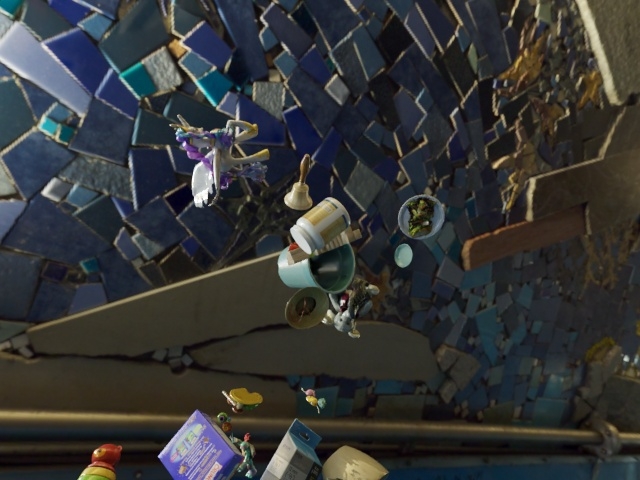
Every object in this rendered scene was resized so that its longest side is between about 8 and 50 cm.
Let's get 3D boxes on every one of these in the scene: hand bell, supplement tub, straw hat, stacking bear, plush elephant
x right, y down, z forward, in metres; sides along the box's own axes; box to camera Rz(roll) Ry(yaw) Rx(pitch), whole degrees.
[{"bbox_3d":[-0.078,-0.261,1.788,0.126,0.242,0.126,7,-137,-7],"label":"hand bell"},{"bbox_3d":[0.000,-0.056,1.605,0.144,0.199,0.144,46,162,20],"label":"supplement tub"},{"bbox_3d":[-0.051,0.197,1.290,0.144,0.145,0.061,18,-175,-28],"label":"straw hat"},{"bbox_3d":[-0.914,0.979,1.711,0.175,0.164,0.289,-10,-144,9],"label":"stacking bear"},{"bbox_3d":[0.154,0.410,2.428,0.271,0.330,0.255,19,-138,-3],"label":"plush elephant"}]

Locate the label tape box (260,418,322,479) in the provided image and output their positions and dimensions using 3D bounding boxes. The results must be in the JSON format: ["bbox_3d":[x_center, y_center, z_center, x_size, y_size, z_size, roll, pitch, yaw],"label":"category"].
[{"bbox_3d":[-0.114,1.085,2.017,0.115,0.348,0.249,7,144,46],"label":"label tape box"}]

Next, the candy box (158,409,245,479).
[{"bbox_3d":[-0.544,0.996,1.926,0.317,0.268,0.122,30,162,37],"label":"candy box"}]

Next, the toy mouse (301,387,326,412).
[{"bbox_3d":[-0.020,0.776,2.067,0.161,0.031,0.143,35,-177,33],"label":"toy mouse"}]

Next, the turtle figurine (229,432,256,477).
[{"bbox_3d":[-0.389,1.094,2.143,0.118,0.234,0.175,-14,-149,-6],"label":"turtle figurine"}]

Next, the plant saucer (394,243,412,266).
[{"bbox_3d":[0.430,0.078,2.147,0.021,0.120,0.119,7,-175,-35],"label":"plant saucer"}]

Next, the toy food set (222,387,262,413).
[{"bbox_3d":[-0.373,0.762,1.977,0.128,0.071,0.217,24,-178,36],"label":"toy food set"}]

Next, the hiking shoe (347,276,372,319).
[{"bbox_3d":[0.208,0.306,2.198,0.114,0.227,0.086,10,162,8],"label":"hiking shoe"}]

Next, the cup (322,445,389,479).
[{"bbox_3d":[0.145,1.180,2.094,0.237,0.331,0.331,43,-167,32],"label":"cup"}]

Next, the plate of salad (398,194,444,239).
[{"bbox_3d":[0.432,-0.095,1.787,0.199,0.200,0.048,18,-161,-6],"label":"plate of salad"}]

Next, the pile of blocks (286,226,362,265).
[{"bbox_3d":[0.000,0.000,1.910,0.362,0.113,0.149,-21,-179,2],"label":"pile of blocks"}]

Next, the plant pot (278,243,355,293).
[{"bbox_3d":[-0.043,0.134,2.335,0.341,0.341,0.334,19,160,-37],"label":"plant pot"}]

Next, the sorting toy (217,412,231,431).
[{"bbox_3d":[-0.494,0.944,2.176,0.102,0.061,0.042,57,174,5],"label":"sorting toy"}]

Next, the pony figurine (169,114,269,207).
[{"bbox_3d":[-0.388,-0.312,1.649,0.363,0.351,0.302,-9,-175,-34],"label":"pony figurine"}]

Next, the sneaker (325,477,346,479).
[{"bbox_3d":[0.082,1.000,1.541,0.130,0.228,0.087,3,164,-5],"label":"sneaker"}]
